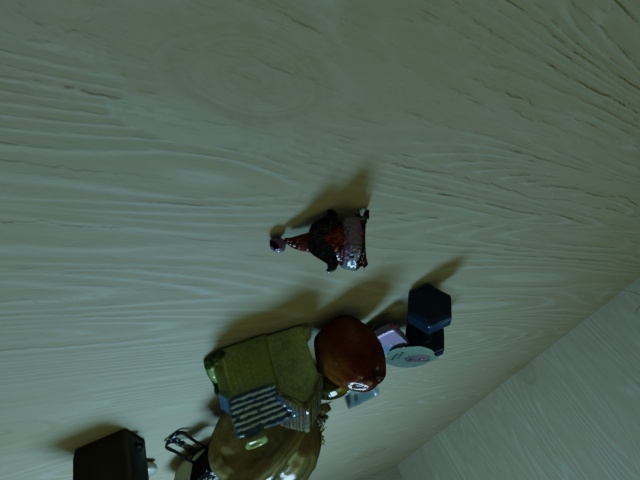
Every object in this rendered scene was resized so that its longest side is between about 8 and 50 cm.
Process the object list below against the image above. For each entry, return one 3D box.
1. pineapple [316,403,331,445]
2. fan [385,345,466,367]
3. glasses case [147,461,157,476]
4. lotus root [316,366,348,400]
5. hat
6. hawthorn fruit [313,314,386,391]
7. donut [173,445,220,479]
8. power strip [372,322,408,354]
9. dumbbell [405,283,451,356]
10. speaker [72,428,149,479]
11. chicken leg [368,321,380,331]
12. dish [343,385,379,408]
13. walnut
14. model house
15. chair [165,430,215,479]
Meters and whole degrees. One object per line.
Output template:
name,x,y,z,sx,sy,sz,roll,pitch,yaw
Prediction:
pineapple,-0.052,0.848,1.747,0.286,0.209,0.344,-26,141,-2
fan,0.378,0.417,1.443,0.310,0.010,0.182,7,141,-9
glasses case,-0.706,0.877,1.517,0.204,0.051,0.081,-23,143,-6
lotus root,0.024,0.509,1.467,0.209,0.120,0.120,-15,152,34
hat,0.000,-0.003,0.918,0.227,0.129,0.140,1,94,-9
hawthorn fruit,0.103,0.354,1.231,0.210,0.262,0.211,-14,119,-27
donut,-0.418,0.944,1.691,0.382,0.142,0.383,-16,141,-14
power strip,0.167,0.371,1.418,0.278,0.038,0.109,-32,124,23
dumbbell,0.366,0.291,1.417,0.144,0.156,0.316,-47,149,-24
speaker,-0.634,0.742,1.261,0.192,0.231,0.153,-20,141,-9
chicken leg,0.230,0.330,1.449,0.093,0.070,0.178,-28,133,28
dish,0.162,0.621,1.734,0.154,0.064,0.234,-23,143,-6
walnut,-0.180,0.698,1.404,0.383,0.384,0.384,-16,141,-14
model house,-0.144,0.443,1.192,0.321,0.266,0.261,-14,136,-16
chair,-0.438,0.779,1.439,0.229,0.113,0.106,39,100,-21
